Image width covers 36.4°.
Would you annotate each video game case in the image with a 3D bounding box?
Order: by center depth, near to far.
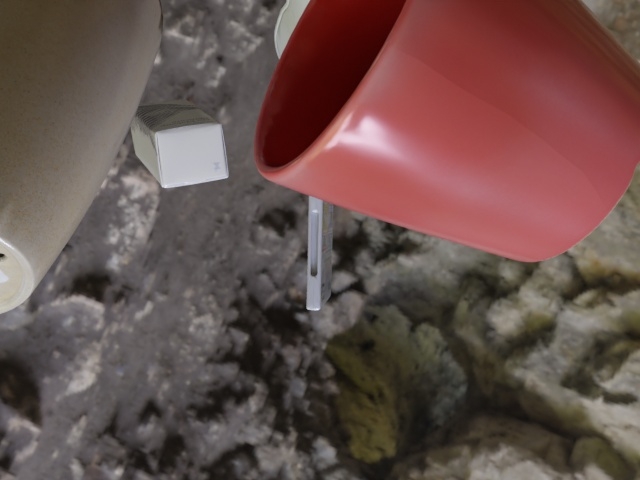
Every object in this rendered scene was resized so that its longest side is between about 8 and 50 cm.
[{"bbox_3d":[0.000,0.000,1.495,0.212,0.023,0.193,-22,114,-84],"label":"video game case"}]

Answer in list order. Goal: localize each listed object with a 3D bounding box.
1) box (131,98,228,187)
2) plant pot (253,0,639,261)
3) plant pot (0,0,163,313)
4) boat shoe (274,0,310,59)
[{"bbox_3d":[-0.242,-0.167,1.623,0.275,0.113,0.094,-144,-134,-64],"label":"box"},{"bbox_3d":[0.114,-0.118,0.793,0.275,0.243,0.275,-50,-156,31],"label":"plant pot"},{"bbox_3d":[-0.262,-0.089,0.744,0.256,0.256,0.274,97,-6,-52],"label":"plant pot"},{"bbox_3d":[0.014,-0.362,1.485,0.099,0.116,0.319,-16,167,-21],"label":"boat shoe"}]
